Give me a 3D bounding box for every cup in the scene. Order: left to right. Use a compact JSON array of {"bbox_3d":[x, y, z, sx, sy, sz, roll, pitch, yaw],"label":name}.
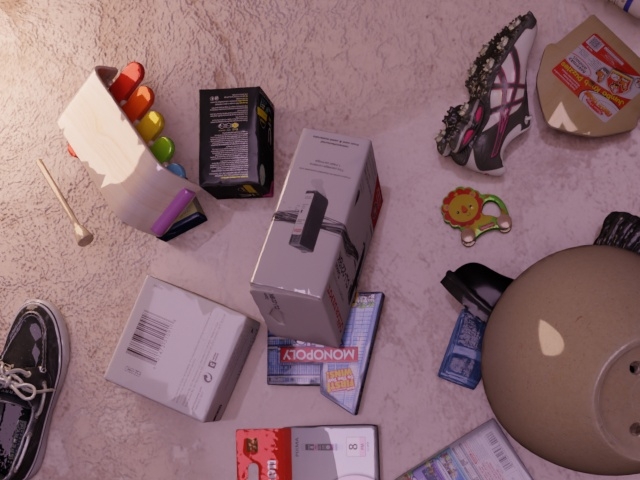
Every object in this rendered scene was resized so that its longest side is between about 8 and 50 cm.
[{"bbox_3d":[0.408,0.183,1.474,0.331,0.237,0.331,-1,96,-6],"label":"cup"}]

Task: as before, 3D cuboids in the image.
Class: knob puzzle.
[{"bbox_3d":[0.427,-0.241,1.732,0.213,0.030,0.213,1,73,-3],"label":"knob puzzle"}]

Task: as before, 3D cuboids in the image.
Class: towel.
[{"bbox_3d":[0.235,0.171,1.715,0.067,0.029,0.119,20,85,10],"label":"towel"}]

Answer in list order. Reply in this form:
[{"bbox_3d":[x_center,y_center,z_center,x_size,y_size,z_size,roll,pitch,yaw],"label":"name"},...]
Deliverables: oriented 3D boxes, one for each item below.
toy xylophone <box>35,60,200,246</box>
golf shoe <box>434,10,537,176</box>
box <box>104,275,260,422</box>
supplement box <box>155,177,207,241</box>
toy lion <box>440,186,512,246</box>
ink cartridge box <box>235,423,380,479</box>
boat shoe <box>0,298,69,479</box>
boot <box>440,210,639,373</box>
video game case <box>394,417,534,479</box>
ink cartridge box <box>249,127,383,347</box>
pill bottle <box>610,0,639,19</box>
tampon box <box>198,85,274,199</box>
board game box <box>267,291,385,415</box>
[{"bbox_3d":[-0.343,-0.136,1.771,0.236,0.081,0.323,-40,63,24],"label":"toy xylophone"},{"bbox_3d":[0.290,-0.234,1.745,0.120,0.105,0.273,30,85,-14],"label":"golf shoe"},{"bbox_3d":[-0.218,0.174,1.733,0.182,0.119,0.181,21,85,10],"label":"box"},{"bbox_3d":[-0.247,-0.055,1.802,0.083,0.056,0.083,-27,79,4],"label":"supplement box"},{"bbox_3d":[0.248,-0.045,1.746,0.100,0.034,0.096,-21,72,5],"label":"toy lion"},{"bbox_3d":[-0.022,0.388,1.709,0.232,0.066,0.189,-2,82,4],"label":"ink cartridge box"},{"bbox_3d":[-0.494,0.245,1.770,0.113,0.105,0.306,13,84,10],"label":"boat shoe"},{"bbox_3d":[0.381,0.057,1.642,0.348,0.131,0.260,30,93,-8],"label":"boot"},{"bbox_3d":[0.244,0.415,1.671,0.193,0.023,0.212,-33,73,2],"label":"video game case"},{"bbox_3d":[0.000,0.000,1.647,0.114,0.197,0.273,12,66,15],"label":"ink cartridge box"},{"bbox_3d":[0.495,-0.444,1.703,0.272,0.152,0.152,36,88,11],"label":"pill bottle"},{"bbox_3d":[-0.135,-0.156,1.768,0.101,0.120,0.161,-2,82,9],"label":"tampon box"},{"bbox_3d":[0.007,0.181,1.731,0.194,0.060,0.194,-2,81,8],"label":"board game box"}]
